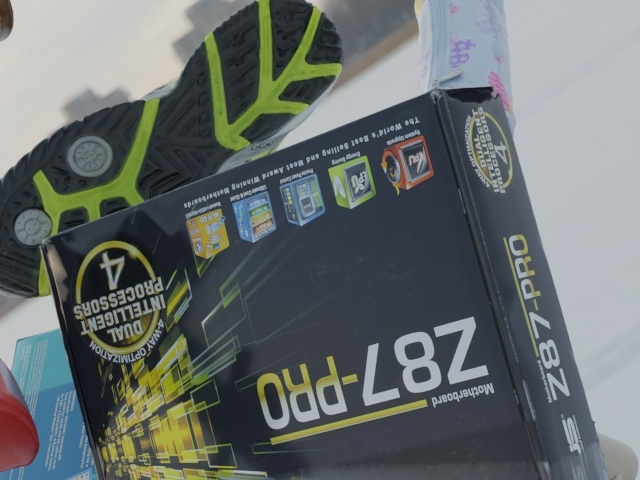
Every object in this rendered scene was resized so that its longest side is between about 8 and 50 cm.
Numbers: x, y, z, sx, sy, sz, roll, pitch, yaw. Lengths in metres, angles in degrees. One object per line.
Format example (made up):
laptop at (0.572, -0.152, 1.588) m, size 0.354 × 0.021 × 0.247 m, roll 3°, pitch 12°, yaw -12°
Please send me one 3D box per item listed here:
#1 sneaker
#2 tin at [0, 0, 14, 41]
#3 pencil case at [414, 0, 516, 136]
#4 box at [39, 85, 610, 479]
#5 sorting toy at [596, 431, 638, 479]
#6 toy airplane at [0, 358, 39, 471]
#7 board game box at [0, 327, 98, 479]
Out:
sneaker at (-0.138, -0.064, 1.441) m, size 0.385 × 0.145 × 0.147 m, roll -34°, pitch -10°, yaw -15°
tin at (-0.340, -0.222, 1.352) m, size 0.040 × 0.190 × 0.106 m, roll -42°, pitch -32°, yaw -36°
pencil case at (0.167, -0.208, 1.917) m, size 0.113 × 0.124 × 0.273 m, roll -38°, pitch 30°, yaw 34°
box at (-0.010, 0.095, 1.174) m, size 0.395 × 0.318 × 0.097 m, roll -17°, pitch -4°, yaw 34°
sorting toy at (0.220, 0.273, 1.456) m, size 0.193 × 0.038 × 0.208 m, roll 27°, pitch -99°, yaw -59°
toy airplane at (-0.399, 0.092, 1.169) m, size 0.272 × 0.386 × 0.384 m, roll -48°, pitch 4°, yaw 21°
board game box at (-0.163, 0.180, 1.505) m, size 0.336 × 0.079 × 0.253 m, roll -17°, pitch 51°, yaw 31°
